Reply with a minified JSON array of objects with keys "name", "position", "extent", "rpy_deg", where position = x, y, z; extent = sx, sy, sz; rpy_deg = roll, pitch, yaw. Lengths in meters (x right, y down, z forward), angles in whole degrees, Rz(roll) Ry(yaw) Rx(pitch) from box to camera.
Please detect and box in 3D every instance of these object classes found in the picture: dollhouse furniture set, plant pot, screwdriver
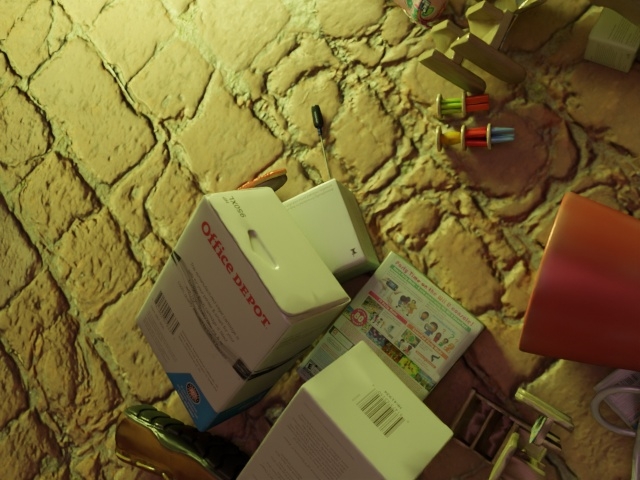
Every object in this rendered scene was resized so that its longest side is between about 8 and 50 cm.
[{"name":"dollhouse furniture set","position":[0.287,0.340,0.982],"extent":[0.161,0.242,0.212],"rpy_deg":[30,91,22]},{"name":"plant pot","position":[0.474,0.083,0.941],"extent":[0.243,0.275,0.275],"rpy_deg":[17,87,24]},{"name":"dollhouse furniture set","position":[0.426,-0.448,1.045],"extent":[0.256,0.394,0.362],"rpy_deg":[25,89,-17]},{"name":"screwdriver","position":[0.000,-0.217,1.302],"extent":[0.025,0.024,0.170],"rpy_deg":[-5,80,-11]}]

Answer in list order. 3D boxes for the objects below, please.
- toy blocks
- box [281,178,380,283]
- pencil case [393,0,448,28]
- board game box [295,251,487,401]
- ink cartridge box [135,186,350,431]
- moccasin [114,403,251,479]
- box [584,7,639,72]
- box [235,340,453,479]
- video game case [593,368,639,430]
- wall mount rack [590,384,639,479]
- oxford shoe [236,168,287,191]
[{"name":"toy blocks","position":[0.307,-0.238,1.175],"extent":[0.148,0.054,0.123],"rpy_deg":[0,81,20]},{"name":"box","position":[0.000,0.000,1.212],"extent":[0.181,0.119,0.182],"rpy_deg":[-23,74,15]},{"name":"pencil case","position":[0.153,-0.569,1.254],"extent":[0.284,0.124,0.124],"rpy_deg":[44,97,20]},{"name":"board game box","position":[0.134,0.209,1.141],"extent":[0.224,0.097,0.303],"rpy_deg":[41,97,20]},{"name":"ink cartridge box","position":[-0.165,0.134,1.138],"extent":[0.285,0.166,0.395],"rpy_deg":[54,130,19]},{"name":"moccasin","position":[-0.277,0.474,1.224],"extent":[0.380,0.139,0.147],"rpy_deg":[16,93,19]},{"name":"box","position":[0.549,-0.382,1.085],"extent":[0.087,0.102,0.101],"rpy_deg":[27,92,20]},{"name":"box","position":[0.027,0.377,1.021],"extent":[0.215,0.168,0.345],"rpy_deg":[45,131,18]},{"name":"video game case","position":[0.619,0.255,0.984],"extent":[0.227,0.026,0.206],"rpy_deg":[-45,69,12]},{"name":"wall mount rack","position":[0.599,0.354,0.905],"extent":[0.350,0.130,0.304],"rpy_deg":[4,123,23]},{"name":"oxford shoe","position":[-0.168,-0.059,1.311],"extent":[0.271,0.097,0.098],"rpy_deg":[-36,91,16]}]
